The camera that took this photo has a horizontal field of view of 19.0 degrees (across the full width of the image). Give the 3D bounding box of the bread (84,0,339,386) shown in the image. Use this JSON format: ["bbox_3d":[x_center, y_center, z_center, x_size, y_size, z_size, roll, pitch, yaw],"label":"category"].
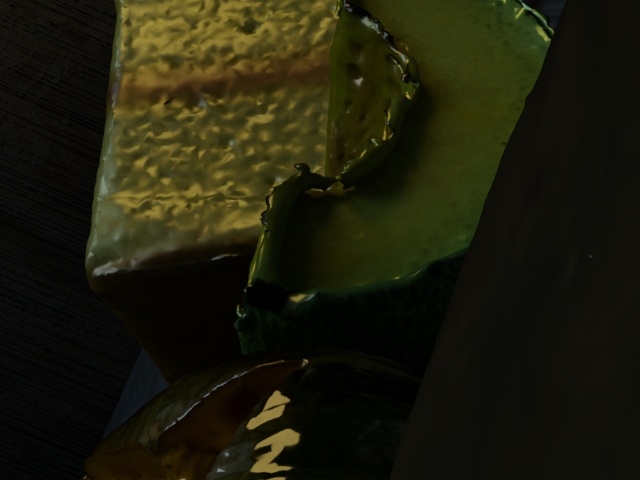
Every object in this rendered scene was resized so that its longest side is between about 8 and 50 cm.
[{"bbox_3d":[0.000,0.000,1.242,0.362,0.244,0.233,70,-162,-57],"label":"bread"}]

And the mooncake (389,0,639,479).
[{"bbox_3d":[0.097,0.033,0.379,0.228,0.124,0.228,-160,90,-79],"label":"mooncake"}]

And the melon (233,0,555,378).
[{"bbox_3d":[0.048,0.001,0.862,0.265,0.129,0.169,-77,-9,-47],"label":"melon"}]

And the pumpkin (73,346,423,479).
[{"bbox_3d":[-0.024,0.151,0.684,0.238,0.159,0.238,-38,24,20],"label":"pumpkin"}]
